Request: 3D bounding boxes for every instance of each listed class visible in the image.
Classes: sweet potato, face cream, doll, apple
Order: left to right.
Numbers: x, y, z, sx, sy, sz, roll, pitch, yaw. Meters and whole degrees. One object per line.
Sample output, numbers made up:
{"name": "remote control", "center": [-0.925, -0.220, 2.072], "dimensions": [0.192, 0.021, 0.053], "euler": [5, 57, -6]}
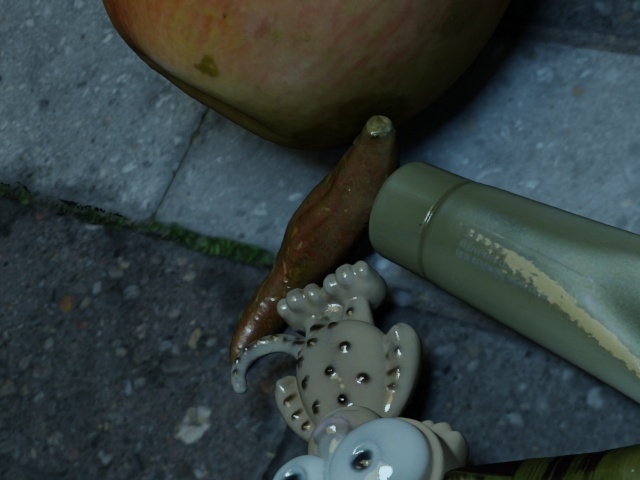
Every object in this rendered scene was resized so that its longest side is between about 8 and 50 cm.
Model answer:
{"name": "apple", "center": [-0.015, -0.247, 1.458], "dimensions": [0.364, 0.364, 0.364], "euler": [-18, 54, 27]}
{"name": "sweet potato", "center": [0.001, -0.002, 1.462], "dimensions": [0.255, 0.058, 0.078], "euler": [-55, 3, 28]}
{"name": "doll", "center": [0.022, 0.140, 1.347], "dimensions": [0.154, 0.119, 0.278], "euler": [-33, 44, 11]}
{"name": "face cream", "center": [0.187, 0.034, 1.323], "dimensions": [0.341, 0.084, 0.137], "euler": [26, 71, 36]}

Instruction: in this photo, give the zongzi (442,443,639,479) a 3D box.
{"name": "zongzi", "center": [0.206, 0.261, 1.118], "dimensions": [0.286, 0.134, 0.288], "euler": [-16, 54, 31]}
